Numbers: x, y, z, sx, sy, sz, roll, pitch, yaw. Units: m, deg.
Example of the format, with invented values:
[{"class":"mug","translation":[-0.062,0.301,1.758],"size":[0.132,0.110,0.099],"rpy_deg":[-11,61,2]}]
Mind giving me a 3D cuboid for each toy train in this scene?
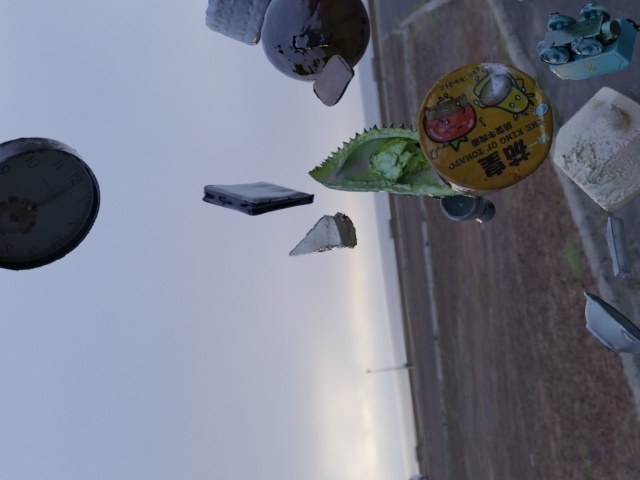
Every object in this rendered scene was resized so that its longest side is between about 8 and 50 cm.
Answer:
[{"class":"toy train","translation":[0.610,-0.449,1.564],"size":[0.203,0.163,0.112],"rpy_deg":[2,72,57]}]

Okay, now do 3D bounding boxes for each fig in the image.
[{"class":"fig","translation":[-0.016,-0.446,1.435],"size":[0.214,0.235,0.234],"rpy_deg":[-31,-56,-37]}]

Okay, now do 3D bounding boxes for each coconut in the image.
[{"class":"coconut","translation":[0.824,-0.264,1.874],"size":[0.297,0.309,0.297],"rpy_deg":[39,-161,-16]}]

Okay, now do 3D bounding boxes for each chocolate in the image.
[{"class":"chocolate","translation":[0.029,-0.299,1.267],"size":[0.064,0.031,0.100],"rpy_deg":[50,136,13]}]

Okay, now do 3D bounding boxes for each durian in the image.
[{"class":"durian","translation":[0.172,-0.137,1.397],"size":[0.169,0.356,0.157],"rpy_deg":[-64,-31,-31]}]

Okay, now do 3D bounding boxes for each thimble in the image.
[{"class":"thimble","translation":[-0.201,-0.635,1.777],"size":[0.245,0.157,0.217],"rpy_deg":[-91,23,-67]}]

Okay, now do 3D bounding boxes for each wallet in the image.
[{"class":"wallet","translation":[-0.142,-0.099,1.544],"size":[0.222,0.168,0.036],"rpy_deg":[-13,-66,-53]}]

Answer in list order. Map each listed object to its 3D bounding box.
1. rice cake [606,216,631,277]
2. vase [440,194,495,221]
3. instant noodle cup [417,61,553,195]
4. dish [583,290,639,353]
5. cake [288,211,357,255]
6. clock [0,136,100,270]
[{"class":"rice cake","translation":[0.843,0.014,1.924],"size":[0.036,0.047,0.206],"rpy_deg":[105,174,-54]},{"class":"vase","translation":[0.345,-0.079,1.551],"size":[0.214,0.086,0.086],"rpy_deg":[9,-107,-62]},{"class":"instant noodle cup","translation":[0.275,-0.173,1.168],"size":[0.172,0.216,0.215],"rpy_deg":[44,-141,-78]},{"class":"dish","translation":[0.745,0.231,1.731],"size":[0.224,0.078,0.246],"rpy_deg":[39,-164,2]},{"class":"cake","translation":[-0.001,-0.020,2.054],"size":[0.086,0.221,0.116],"rpy_deg":[-5,-93,-49]},{"class":"clock","translation":[-0.630,-0.073,1.485],"size":[0.061,0.313,0.312],"rpy_deg":[37,154,34]}]
